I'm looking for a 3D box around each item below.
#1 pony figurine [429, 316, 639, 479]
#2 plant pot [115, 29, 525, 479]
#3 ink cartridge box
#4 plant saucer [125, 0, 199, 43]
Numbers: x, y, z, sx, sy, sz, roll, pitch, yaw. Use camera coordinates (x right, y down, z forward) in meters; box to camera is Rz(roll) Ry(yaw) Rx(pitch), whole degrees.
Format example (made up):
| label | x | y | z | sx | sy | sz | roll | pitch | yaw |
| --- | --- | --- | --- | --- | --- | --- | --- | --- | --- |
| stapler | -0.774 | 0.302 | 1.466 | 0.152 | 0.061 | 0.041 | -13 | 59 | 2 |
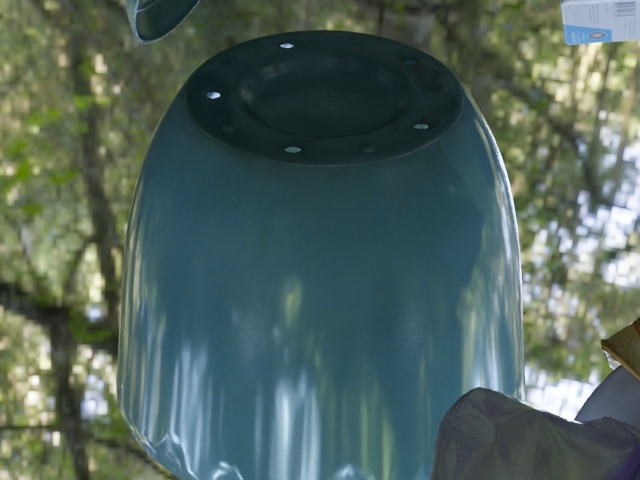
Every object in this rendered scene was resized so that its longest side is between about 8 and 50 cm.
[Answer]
| label | x | y | z | sx | sy | sz | roll | pitch | yaw |
| --- | --- | --- | --- | --- | --- | --- | --- | --- | --- |
| pony figurine | 0.142 | 0.132 | 0.657 | 0.302 | 0.363 | 0.351 | 17 | -139 | -14 |
| plant pot | 0.000 | 0.000 | 1.111 | 0.293 | 0.235 | 0.293 | 0 | -146 | 0 |
| ink cartridge box | 0.263 | -0.190 | 1.181 | 0.180 | 0.060 | 0.104 | -3 | 168 | 10 |
| plant saucer | -0.091 | -0.182 | 1.044 | 0.021 | 0.119 | 0.119 | 33 | -141 | 11 |
